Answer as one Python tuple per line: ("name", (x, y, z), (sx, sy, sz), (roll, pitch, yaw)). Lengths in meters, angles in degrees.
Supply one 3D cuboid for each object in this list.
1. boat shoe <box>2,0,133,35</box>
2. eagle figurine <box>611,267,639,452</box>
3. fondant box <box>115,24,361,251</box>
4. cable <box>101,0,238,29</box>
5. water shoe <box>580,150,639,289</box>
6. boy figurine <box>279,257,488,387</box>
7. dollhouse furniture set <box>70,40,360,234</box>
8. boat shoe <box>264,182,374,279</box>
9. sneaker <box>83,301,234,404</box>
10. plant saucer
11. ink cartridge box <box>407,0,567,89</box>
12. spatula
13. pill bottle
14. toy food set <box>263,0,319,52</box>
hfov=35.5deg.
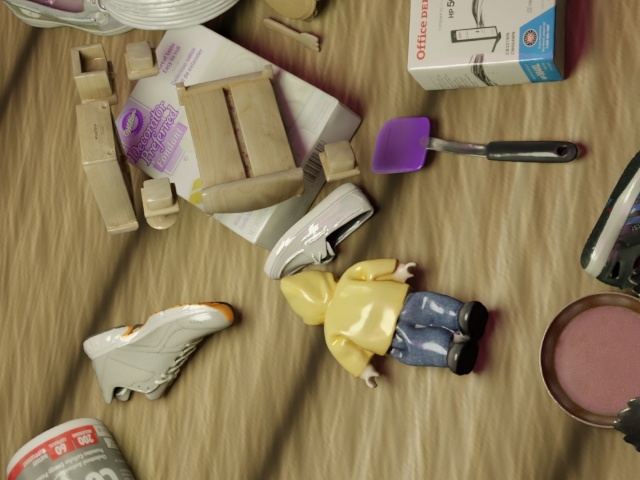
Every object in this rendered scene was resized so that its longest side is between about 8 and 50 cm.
("boat shoe", (-0.410, -0.417, 1.677), (0.321, 0.103, 0.118), (8, 83, 26))
("eagle figurine", (0.500, 0.135, 1.116), (0.298, 0.226, 0.225), (-4, 121, 50))
("fondant box", (-0.139, -0.163, 1.506), (0.330, 0.096, 0.238), (32, 94, 28))
("cable", (-0.230, -0.429, 1.543), (0.257, 0.089, 0.257), (-16, 51, -6))
("water shoe", (0.404, -0.035, 1.257), (0.080, 0.073, 0.203), (30, 92, 0))
("boy figurine", (0.072, 0.108, 1.355), (0.285, 0.092, 0.177), (11, 84, 27))
("dollhouse furniture set", (-0.153, -0.147, 1.435), (0.356, 0.173, 0.303), (-11, 60, -6))
("boat shoe", (0.000, 0.000, 1.431), (0.184, 0.066, 0.063), (-41, 65, 1))
("sneaker", (-0.229, 0.169, 1.487), (0.263, 0.099, 0.121), (-22, 79, 27))
("plant saucer", (0.360, 0.149, 1.249), (0.169, 0.029, 0.168), (-5, 78, 23))
("ink cartridge box", (0.228, -0.293, 1.369), (0.203, 0.086, 0.148), (-1, 79, 24))
("spatula", (0.206, -0.127, 1.375), (0.297, 0.030, 0.084), (5, 79, 26))
("pill bottle", (-0.320, 0.412, 1.431), (0.161, 0.161, 0.283), (-41, 66, 12))
("toy food set", (-0.045, -0.383, 1.480), (0.132, 0.192, 0.038), (30, 59, 29))
